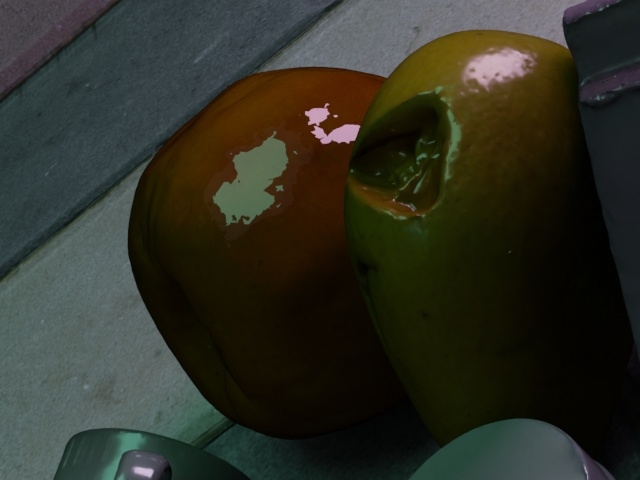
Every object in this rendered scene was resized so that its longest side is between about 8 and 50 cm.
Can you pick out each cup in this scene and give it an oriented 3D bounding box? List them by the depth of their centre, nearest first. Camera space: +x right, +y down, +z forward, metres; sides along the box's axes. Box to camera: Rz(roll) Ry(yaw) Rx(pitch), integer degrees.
[{"bbox_3d":[-0.164,0.285,1.152,0.186,0.258,0.234,13,57,4],"label":"cup"}]

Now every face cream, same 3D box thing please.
[{"bbox_3d":[0.146,0.234,0.928,0.177,0.153,0.177,-32,30,21],"label":"face cream"}]

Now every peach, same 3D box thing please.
[{"bbox_3d":[0.000,0.000,1.236,0.301,0.343,0.342,-30,24,-23],"label":"peach"}]

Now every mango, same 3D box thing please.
[{"bbox_3d":[0.142,0.024,1.018,0.182,0.365,0.253,1,19,45],"label":"mango"}]

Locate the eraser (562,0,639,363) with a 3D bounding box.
[{"bbox_3d":[0.349,-0.069,0.837,0.359,0.122,0.272,-16,82,40],"label":"eraser"}]
